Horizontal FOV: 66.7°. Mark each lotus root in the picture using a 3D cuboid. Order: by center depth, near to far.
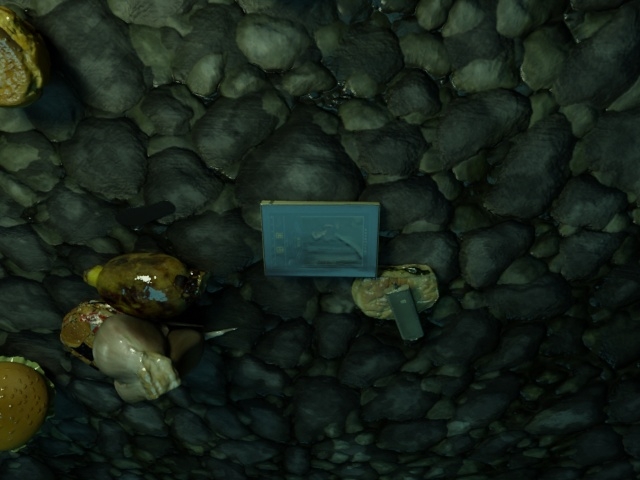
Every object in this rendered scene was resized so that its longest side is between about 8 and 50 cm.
[{"bbox_3d":[-0.425,0.112,1.182,0.314,0.141,0.169,4,131,2],"label":"lotus root"}]

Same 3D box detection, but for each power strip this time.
[{"bbox_3d":[0.208,0.173,1.212,0.060,0.027,0.252,-14,135,12],"label":"power strip"}]

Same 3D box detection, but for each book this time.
[{"bbox_3d":[0.000,0.000,1.127,0.270,0.025,0.190,1,115,2],"label":"book"}]

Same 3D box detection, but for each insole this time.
[{"bbox_3d":[-0.410,-0.064,1.134,0.153,0.002,0.053,-16,125,15],"label":"insole"}]

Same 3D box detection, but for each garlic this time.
[{"bbox_3d":[-0.420,0.261,1.237,0.246,0.340,0.231,-30,93,21],"label":"garlic"}]

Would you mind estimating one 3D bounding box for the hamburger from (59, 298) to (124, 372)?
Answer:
[{"bbox_3d":[-0.589,0.261,1.332,0.231,0.106,0.230,6,126,8],"label":"hamburger"}]

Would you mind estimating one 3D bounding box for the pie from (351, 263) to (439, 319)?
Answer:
[{"bbox_3d":[0.188,0.138,1.232,0.218,0.052,0.185,0,126,0],"label":"pie"}]

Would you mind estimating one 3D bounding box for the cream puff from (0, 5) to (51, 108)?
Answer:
[{"bbox_3d":[-0.577,-0.328,0.860,0.189,0.129,0.189,-6,128,-8],"label":"cream puff"}]

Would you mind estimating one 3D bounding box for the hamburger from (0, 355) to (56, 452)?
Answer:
[{"bbox_3d":[-0.907,0.467,1.385,0.212,0.274,0.274,-19,127,42],"label":"hamburger"}]
